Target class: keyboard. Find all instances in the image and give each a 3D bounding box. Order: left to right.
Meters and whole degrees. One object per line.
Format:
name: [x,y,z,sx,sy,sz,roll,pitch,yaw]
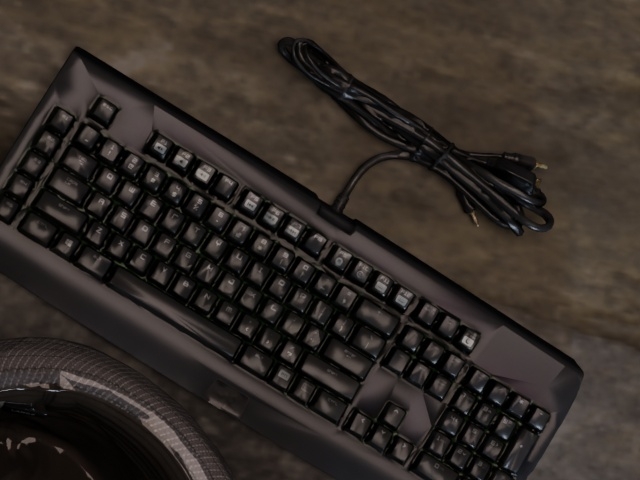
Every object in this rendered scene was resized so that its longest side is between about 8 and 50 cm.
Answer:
keyboard: [0.000,0.000,0.971,0.317,0.033,0.201,32,80,-10]

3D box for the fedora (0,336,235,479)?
fedora: [-0.148,0.187,0.871,0.243,0.124,0.275,1,78,-19]
